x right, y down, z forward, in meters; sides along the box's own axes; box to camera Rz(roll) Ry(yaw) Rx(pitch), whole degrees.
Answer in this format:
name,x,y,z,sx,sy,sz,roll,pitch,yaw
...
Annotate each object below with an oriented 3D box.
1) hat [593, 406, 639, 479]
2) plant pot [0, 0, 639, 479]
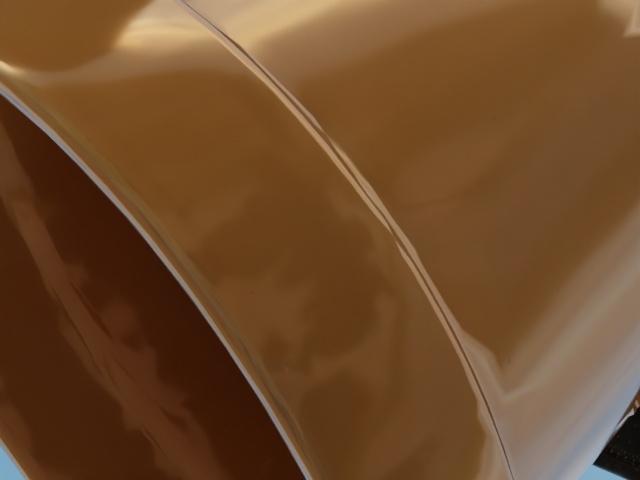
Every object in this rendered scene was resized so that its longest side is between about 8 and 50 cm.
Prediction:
name,x,y,z,sx,sy,sz,roll,pitch,yaw
hat,0.205,-0.005,0.784,0.331,0.134,0.331,1,-67,2
plant pot,0.000,0.000,0.658,0.203,0.291,0.291,-36,-82,-23
